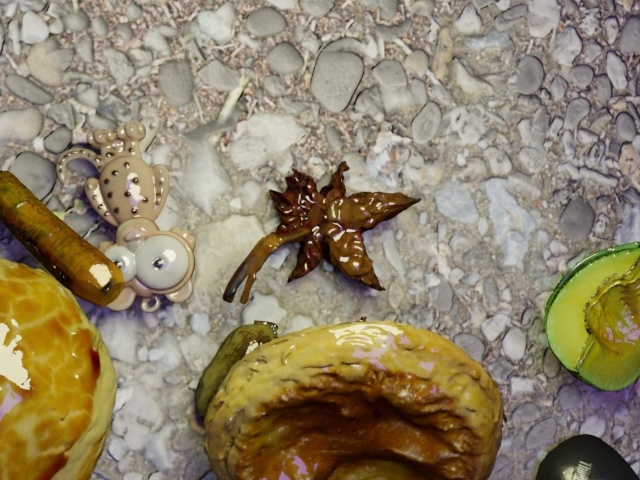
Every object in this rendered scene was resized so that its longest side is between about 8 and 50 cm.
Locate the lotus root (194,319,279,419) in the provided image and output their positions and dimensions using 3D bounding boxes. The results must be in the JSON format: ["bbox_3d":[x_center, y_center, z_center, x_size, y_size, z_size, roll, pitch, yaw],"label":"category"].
[{"bbox_3d":[-0.121,0.196,1.426,0.089,0.080,0.179,37,76,-12],"label":"lotus root"}]

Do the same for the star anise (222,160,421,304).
[{"bbox_3d":[-0.007,0.003,1.442,0.346,0.148,0.237,-27,93,-28],"label":"star anise"}]

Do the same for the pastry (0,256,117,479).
[{"bbox_3d":[-0.449,0.197,1.196,0.389,0.313,0.388,0,90,-22],"label":"pastry"}]

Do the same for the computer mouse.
[{"bbox_3d":[0.484,0.464,1.606,0.170,0.100,0.269,-30,96,-15],"label":"computer mouse"}]

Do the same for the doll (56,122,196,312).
[{"bbox_3d":[-0.275,-0.030,1.372,0.154,0.119,0.278,-21,88,-5],"label":"doll"}]

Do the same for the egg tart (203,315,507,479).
[{"bbox_3d":[0.047,0.256,1.379,0.443,0.178,0.443,-1,128,-1],"label":"egg tart"}]

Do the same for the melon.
[{"bbox_3d":[0.484,0.141,1.620,0.169,0.129,0.265,47,70,-34],"label":"melon"}]

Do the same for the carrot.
[{"bbox_3d":[-0.373,-0.006,1.306,0.260,0.070,0.070,41,74,18],"label":"carrot"}]
